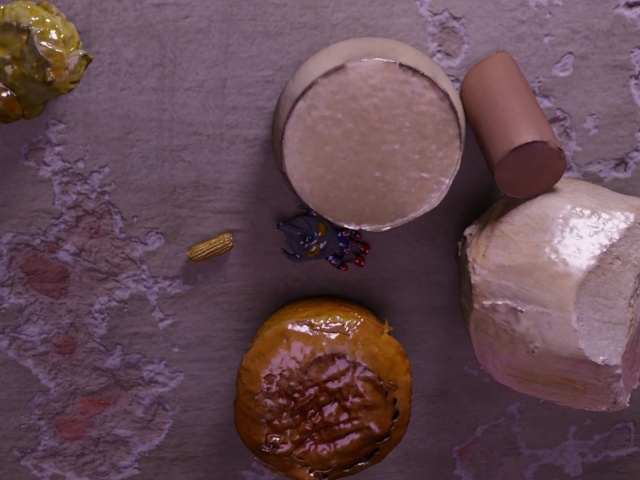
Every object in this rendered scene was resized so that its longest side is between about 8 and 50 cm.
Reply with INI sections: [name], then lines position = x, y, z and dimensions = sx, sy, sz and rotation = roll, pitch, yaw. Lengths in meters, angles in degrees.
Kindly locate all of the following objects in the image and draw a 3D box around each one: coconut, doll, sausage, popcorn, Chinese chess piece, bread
[coconut]
position = 0.404, 0.075, 1.584
dimensions = 0.405, 0.404, 0.404
rotation = -1, 116, -3
[doll]
position = 0.000, 0.001, 1.691
dimensions = 0.195, 0.062, 0.104
rotation = 20, 114, -20
[sausage]
position = 0.315, -0.199, 1.515
dimensions = 0.123, 0.253, 0.123
rotation = -6, 137, -6
[popcorn]
position = -0.485, -0.291, 1.472
dimensions = 0.195, 0.173, 0.168
rotation = -37, 125, 19
[Chinese chess piece]
position = 0.084, -0.181, 1.565
dimensions = 0.338, 0.140, 0.338
rotation = -1, 114, -2
[bread]
position = 0.005, 0.286, 1.754
dimensions = 0.337, 0.204, 0.358
rotation = 6, 112, -3

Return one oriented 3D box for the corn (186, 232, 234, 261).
[corn]
position = -0.206, 0.015, 1.700
dimensions = 0.092, 0.037, 0.037
rotation = -19, 115, 7
